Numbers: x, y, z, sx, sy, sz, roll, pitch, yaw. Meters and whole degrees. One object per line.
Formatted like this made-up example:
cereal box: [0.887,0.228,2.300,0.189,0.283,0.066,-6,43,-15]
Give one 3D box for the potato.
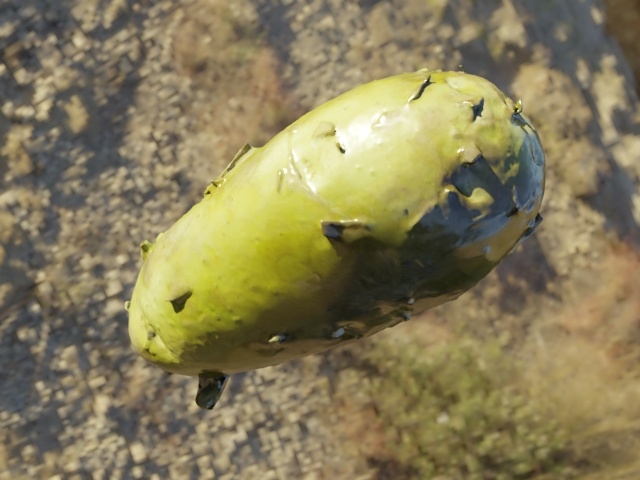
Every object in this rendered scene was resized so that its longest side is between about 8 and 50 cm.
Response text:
potato: [0.000,0.000,0.694,0.117,0.225,0.090,37,34,-34]
